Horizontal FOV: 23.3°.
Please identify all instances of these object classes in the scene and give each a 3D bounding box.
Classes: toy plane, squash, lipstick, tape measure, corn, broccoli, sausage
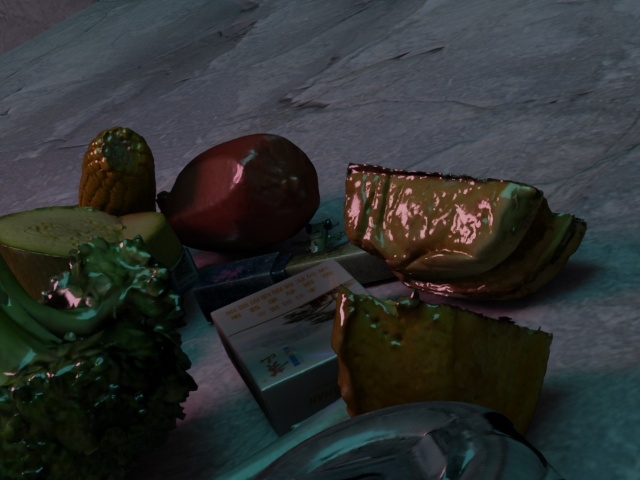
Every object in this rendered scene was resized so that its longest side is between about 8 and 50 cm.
[{"bbox_3d":[-0.001,-0.003,1.848,0.080,0.033,0.083,-12,23,12],"label":"toy plane"},{"bbox_3d":[-0.271,0.011,1.836,0.220,0.133,0.220,-16,18,5],"label":"squash"},{"bbox_3d":[0.007,0.032,1.733,0.312,0.051,0.051,-13,25,23],"label":"lipstick"},{"bbox_3d":[0.059,0.217,1.092,0.275,0.147,0.256,-25,20,-8],"label":"tape measure"},{"bbox_3d":[-0.262,-0.061,1.990,0.106,0.106,0.305,-28,-12,-14],"label":"corn"},{"bbox_3d":[-0.282,0.145,1.472,0.338,0.318,0.277,3,-4,1],"label":"broccoli"},{"bbox_3d":[-0.098,-0.056,1.911,0.148,0.148,0.254,-36,13,-30],"label":"sausage"}]

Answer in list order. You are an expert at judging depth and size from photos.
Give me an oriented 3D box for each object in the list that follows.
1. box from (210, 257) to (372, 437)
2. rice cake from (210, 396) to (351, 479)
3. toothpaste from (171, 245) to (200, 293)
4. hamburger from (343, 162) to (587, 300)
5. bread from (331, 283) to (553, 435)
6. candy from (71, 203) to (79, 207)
[{"bbox_3d":[-0.010,0.104,1.551,0.149,0.067,0.233,-27,21,-8],"label":"box"},{"bbox_3d":[-0.040,0.209,1.362,0.226,0.040,0.085,-30,22,-18],"label":"rice cake"},{"bbox_3d":[-0.269,0.090,1.879,0.266,0.050,0.065,-34,24,-26],"label":"toothpaste"},{"bbox_3d":[0.141,-0.004,1.575,0.262,0.124,0.131,9,80,44],"label":"hamburger"},{"bbox_3d":[0.098,0.114,1.273,0.143,0.140,0.229,-2,-11,33],"label":"bread"},{"bbox_3d":[-0.390,-0.014,2.276,0.122,0.038,0.062,-20,21,8],"label":"candy"}]
